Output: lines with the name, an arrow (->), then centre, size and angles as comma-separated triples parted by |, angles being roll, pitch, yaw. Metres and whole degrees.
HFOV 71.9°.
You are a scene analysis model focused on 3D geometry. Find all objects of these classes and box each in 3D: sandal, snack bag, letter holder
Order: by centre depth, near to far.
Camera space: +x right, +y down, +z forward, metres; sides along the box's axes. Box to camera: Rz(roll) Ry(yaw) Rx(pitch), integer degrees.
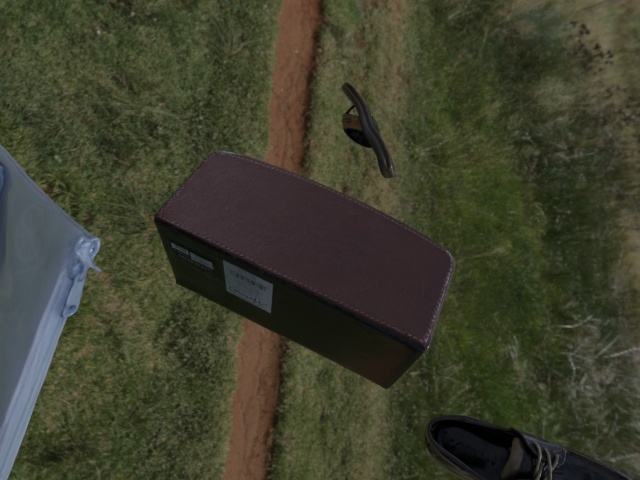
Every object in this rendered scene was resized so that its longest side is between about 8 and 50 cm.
snack bag -> -0.354, 0.069, 0.431 | 0.037, 0.342, 0.323 | 11, 107, -56
letter holder -> 0.000, 0.000, 0.541 | 0.215, 0.301, 0.152 | -60, 170, -31
sandal -> 0.074, -0.198, 0.800 | 0.090, 0.060, 0.220 | 30, 37, -64

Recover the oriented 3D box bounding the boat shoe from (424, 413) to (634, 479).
boat shoe -> 0.339, 0.390, 0.743 | 0.130, 0.355, 0.133 | 46, 56, -50
